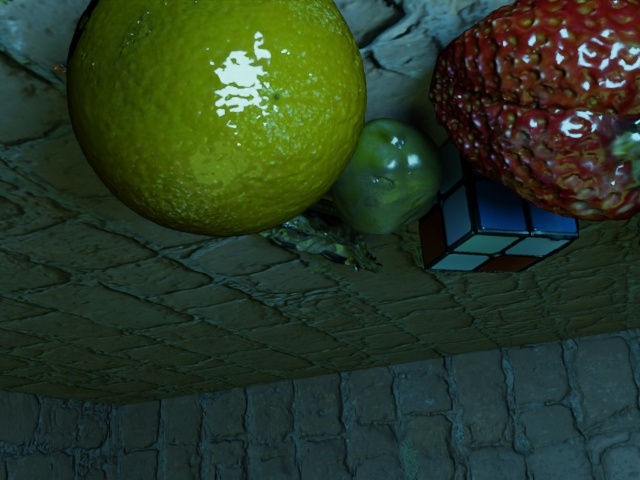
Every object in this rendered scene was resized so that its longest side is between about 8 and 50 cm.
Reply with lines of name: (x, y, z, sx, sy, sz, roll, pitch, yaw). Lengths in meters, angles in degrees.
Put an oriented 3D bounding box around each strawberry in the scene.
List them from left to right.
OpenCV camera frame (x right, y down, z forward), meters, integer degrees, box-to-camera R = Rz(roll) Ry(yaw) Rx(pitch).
strawberry: (0.262, -0.153, 0.751, 0.288, 0.250, 0.238, 7, -156, 34)

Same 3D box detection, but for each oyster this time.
oyster: (0.002, -0.001, 1.290, 0.128, 0.079, 0.345, -13, 155, 41)

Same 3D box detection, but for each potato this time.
potato: (0.092, -0.088, 0.992, 0.154, 0.137, 0.200, -33, 164, -13)

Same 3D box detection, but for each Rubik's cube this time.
Rubik's cube: (0.263, -0.053, 1.068, 0.183, 0.167, 0.180, 4, 159, -18)

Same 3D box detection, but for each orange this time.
orange: (-0.094, -0.132, 0.638, 0.274, 0.274, 0.274, -4, 160, -2)

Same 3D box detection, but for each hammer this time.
hammer: (-0.021, -0.062, 1.141, 0.297, 0.027, 0.125, 13, 130, -29)

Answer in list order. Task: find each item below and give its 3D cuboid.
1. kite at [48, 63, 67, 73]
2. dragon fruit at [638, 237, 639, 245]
kite: (-0.201, -0.182, 0.842, 0.222, 0.008, 0.125, -3, 160, -7)
dragon fruit: (0.593, -0.058, 1.035, 0.193, 0.274, 0.192, -19, -148, -41)
